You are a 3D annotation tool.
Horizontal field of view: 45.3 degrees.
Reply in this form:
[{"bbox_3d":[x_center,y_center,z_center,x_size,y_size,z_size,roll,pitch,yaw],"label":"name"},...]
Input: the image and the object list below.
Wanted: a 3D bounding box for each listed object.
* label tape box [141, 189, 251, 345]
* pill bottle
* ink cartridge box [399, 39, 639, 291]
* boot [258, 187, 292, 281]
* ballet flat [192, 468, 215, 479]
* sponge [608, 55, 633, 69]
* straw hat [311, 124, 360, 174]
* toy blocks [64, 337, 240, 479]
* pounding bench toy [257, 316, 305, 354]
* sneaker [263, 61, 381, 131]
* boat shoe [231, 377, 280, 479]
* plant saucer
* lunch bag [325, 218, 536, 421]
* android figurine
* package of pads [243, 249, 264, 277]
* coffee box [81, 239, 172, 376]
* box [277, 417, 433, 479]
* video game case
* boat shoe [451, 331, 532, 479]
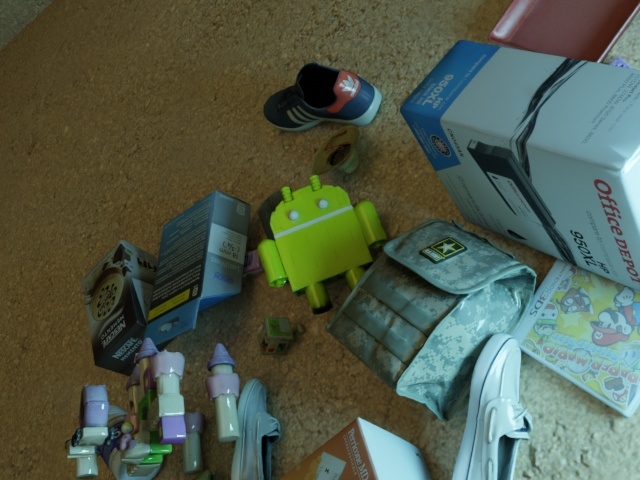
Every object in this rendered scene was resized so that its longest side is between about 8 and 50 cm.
[{"bbox_3d":[-0.281,0.086,1.735,0.241,0.106,0.333,-27,50,45],"label":"label tape box"},{"bbox_3d":[-0.435,0.447,1.696,0.187,0.112,0.112,30,89,48],"label":"pill bottle"},{"bbox_3d":[0.347,-0.112,1.114,0.166,0.285,0.395,-49,40,-12],"label":"ink cartridge box"},{"bbox_3d":[-0.052,-0.032,1.646,0.190,0.076,0.208,-32,41,24],"label":"boot"},{"bbox_3d":[-0.284,0.603,1.444,0.123,0.123,0.348,-9,63,41],"label":"ballet flat"},{"bbox_3d":[0.495,-0.195,1.231,0.117,0.031,0.210,-41,44,19],"label":"sponge"},{"bbox_3d":[0.050,-0.175,1.627,0.145,0.061,0.144,-35,30,23],"label":"straw hat"},{"bbox_3d":[-0.340,0.296,1.489,0.288,0.309,0.259,-49,43,49],"label":"toy blocks"},{"bbox_3d":[-0.078,0.196,1.547,0.052,0.083,0.065,-106,28,-42],"label":"pounding bench toy"},{"bbox_3d":[-0.031,-0.334,1.731,0.350,0.148,0.131,2,69,45],"label":"sneaker"},{"bbox_3d":[-0.115,0.375,1.468,0.081,0.079,0.227,-5,59,15],"label":"boat shoe"},{"bbox_3d":[0.469,-0.426,1.379,0.258,0.048,0.259,-55,41,5],"label":"plant saucer"},{"bbox_3d":[0.184,0.105,1.254,0.287,0.169,0.235,-54,35,0],"label":"lunch bag"},{"bbox_3d":[0.000,0.000,1.501,0.248,0.056,0.272,-20,69,4],"label":"android figurine"},{"bbox_3d":[-0.156,0.051,1.716,0.083,0.032,0.050,-18,53,36],"label":"package of pads"},{"bbox_3d":[-0.481,0.166,1.898,0.168,0.119,0.297,-43,44,16],"label":"coffee box"},{"bbox_3d":[0.016,0.477,1.187,0.345,0.168,0.215,-42,37,17],"label":"box"},{"bbox_3d":[0.414,0.115,1.134,0.227,0.026,0.206,34,92,48],"label":"video game case"},{"bbox_3d":[0.268,0.272,1.135,0.088,0.096,0.267,7,73,42],"label":"boat shoe"}]
